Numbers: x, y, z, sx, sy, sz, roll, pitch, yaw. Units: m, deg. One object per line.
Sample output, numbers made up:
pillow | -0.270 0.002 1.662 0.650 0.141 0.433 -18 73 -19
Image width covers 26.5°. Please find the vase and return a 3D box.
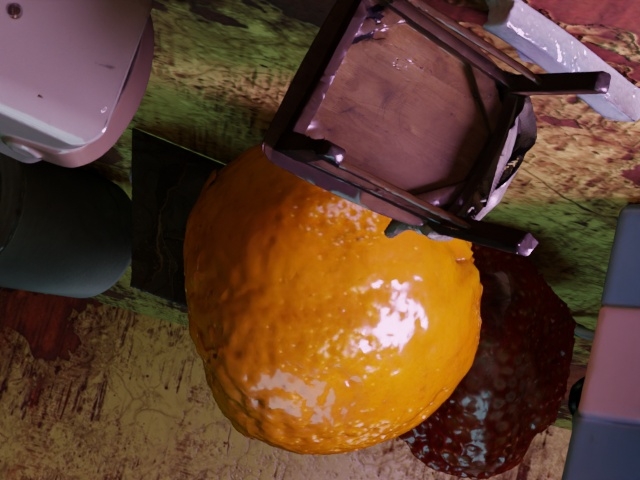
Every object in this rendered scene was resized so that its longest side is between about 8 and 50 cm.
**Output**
vase | -0.396 -0.033 1.837 0.245 0.245 0.291 8 175 33

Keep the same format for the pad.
pad | -0.065 0.015 1.627 0.368 0.247 0.007 22 133 -28

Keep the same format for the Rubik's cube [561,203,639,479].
Rubik's cube | 0.487 0.172 1.321 0.347 0.344 0.347 23 167 -40

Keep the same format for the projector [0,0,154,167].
projector | -0.263 -0.166 1.114 0.242 0.163 0.177 23 168 -24

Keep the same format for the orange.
orange | 0.017 0.049 1.392 0.293 0.340 0.340 -10 164 7

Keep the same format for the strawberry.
strawberry | 0.203 0.137 1.721 0.267 0.312 0.351 -4 152 -9

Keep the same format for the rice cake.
rice cake | 0.181 -0.135 1.015 0.180 0.030 0.042 27 170 -41

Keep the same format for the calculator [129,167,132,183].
calculator | -0.159 -0.056 1.810 0.141 0.045 0.246 12 169 16

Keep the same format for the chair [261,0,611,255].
chair | 0.066 -0.091 1.012 0.186 0.160 0.319 27 179 -14

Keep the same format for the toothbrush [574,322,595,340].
toothbrush | 0.359 0.129 2.038 0.042 0.040 0.418 20 168 -32

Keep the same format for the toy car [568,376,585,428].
toy car | 0.486 0.245 1.906 0.190 0.255 0.188 61 169 -2
